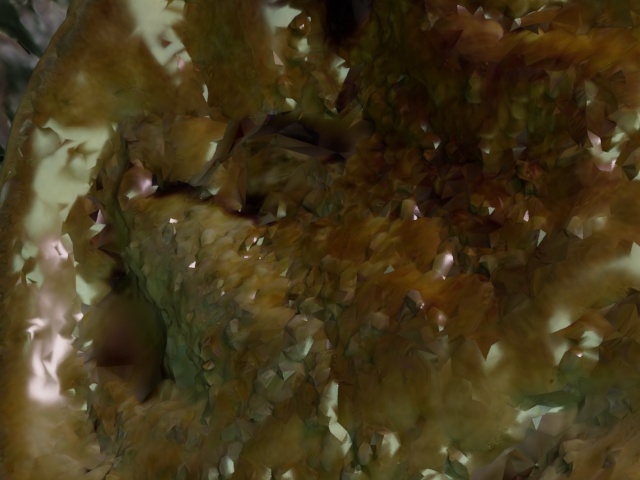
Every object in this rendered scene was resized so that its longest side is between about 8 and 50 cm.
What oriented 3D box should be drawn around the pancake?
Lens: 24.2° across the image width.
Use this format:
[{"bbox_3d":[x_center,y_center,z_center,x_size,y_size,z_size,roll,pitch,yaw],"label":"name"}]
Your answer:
[{"bbox_3d":[0.001,0.001,0.498,0.356,0.065,0.356,-13,68,35],"label":"pancake"}]
